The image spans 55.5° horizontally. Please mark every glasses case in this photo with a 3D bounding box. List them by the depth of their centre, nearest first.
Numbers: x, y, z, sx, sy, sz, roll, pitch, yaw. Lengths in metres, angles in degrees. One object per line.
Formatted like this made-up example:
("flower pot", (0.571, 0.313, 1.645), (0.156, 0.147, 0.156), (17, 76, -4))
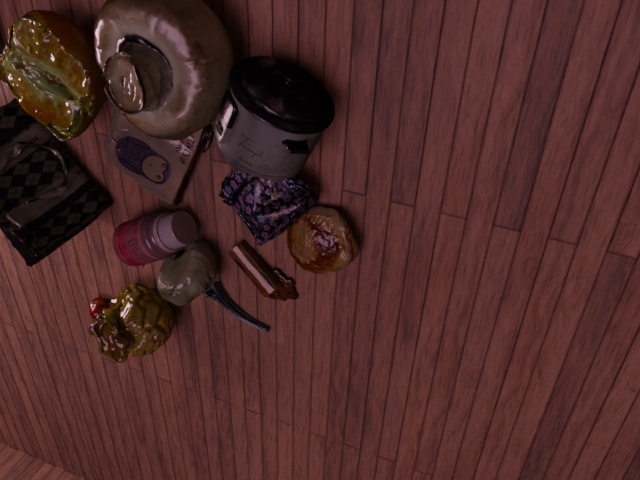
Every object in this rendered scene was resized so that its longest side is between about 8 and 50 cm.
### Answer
("glasses case", (-0.193, 0.084, 1.750), (0.170, 0.041, 0.064), (50, 129, -2))

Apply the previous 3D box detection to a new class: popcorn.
("popcorn", (-0.607, 0.274, 1.978), (0.258, 0.270, 0.224), (-38, 110, -6))

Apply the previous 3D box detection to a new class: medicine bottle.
("medicine bottle", (-0.481, -0.011, 1.773), (0.247, 0.147, 0.147), (-15, 115, 32))

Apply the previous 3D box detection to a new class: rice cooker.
("rice cooker", (-0.103, -0.277, 1.342), (0.227, 0.241, 0.280), (-56, 45, 44))

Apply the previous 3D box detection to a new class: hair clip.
("hair clip", (-0.253, 0.216, 1.895), (0.229, 0.039, 0.070), (39, 131, -10))

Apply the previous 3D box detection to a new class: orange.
("orange", (-0.660, -0.416, 1.544), (0.262, 0.196, 0.334), (44, 127, 11))

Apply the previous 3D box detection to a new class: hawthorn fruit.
("hawthorn fruit", (-0.768, 0.244, 2.124), (0.093, 0.093, 0.093), (13, 127, 18))

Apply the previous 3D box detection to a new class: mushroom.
("mushroom", (-0.360, -0.396, 1.368), (0.352, 0.260, 0.352), (17, 127, 24))

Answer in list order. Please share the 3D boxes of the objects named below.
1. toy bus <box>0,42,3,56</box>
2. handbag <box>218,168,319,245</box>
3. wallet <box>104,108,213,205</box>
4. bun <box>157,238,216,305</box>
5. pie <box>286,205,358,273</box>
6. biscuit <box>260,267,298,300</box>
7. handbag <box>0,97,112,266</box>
("toy bus", (-0.931, -0.593, 1.597), (0.121, 0.120, 0.265), (15, 128, 16))
("handbag", (-0.140, -0.117, 1.537), (0.229, 0.127, 0.208), (-39, 84, 33))
("wallet", (-0.442, -0.252, 1.633), (0.275, 0.068, 0.335), (35, 132, -3))
("bun", (-0.385, 0.098, 1.802), (0.126, 0.204, 0.212), (37, 171, -33))
("pie", (0.000, 0.000, 1.584), (0.205, 0.084, 0.179), (6, 125, 26))
("biscuit", (-0.128, 0.139, 1.786), (0.130, 0.019, 0.119), (-24, 109, 36))
("handbag", (-0.861, -0.160, 1.739), (0.180, 0.316, 0.416), (-26, 108, 43))
